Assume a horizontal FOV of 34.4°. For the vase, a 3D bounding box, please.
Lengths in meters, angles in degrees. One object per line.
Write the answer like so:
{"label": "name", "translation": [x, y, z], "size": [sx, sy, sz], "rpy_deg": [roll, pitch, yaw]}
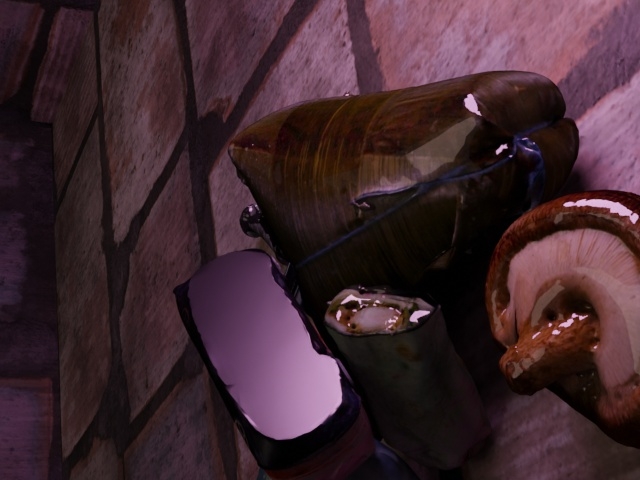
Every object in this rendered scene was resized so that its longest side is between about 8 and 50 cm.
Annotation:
{"label": "vase", "translation": [-0.073, -0.011, 1.612], "size": [0.167, 0.059, 0.059], "rpy_deg": [-144, 62, -61]}

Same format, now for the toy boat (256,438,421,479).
{"label": "toy boat", "translation": [0.033, 0.350, 1.117], "size": [0.215, 0.123, 0.330], "rpy_deg": [-36, 65, 25]}

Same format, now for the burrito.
{"label": "burrito", "translation": [0.092, 0.149, 1.067], "size": [0.144, 0.089, 0.229], "rpy_deg": [3, 132, 42]}

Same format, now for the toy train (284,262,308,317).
{"label": "toy train", "translation": [-0.001, 0.000, 1.473], "size": [0.252, 0.048, 0.055], "rpy_deg": [-68, 25, 21]}

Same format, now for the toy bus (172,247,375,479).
{"label": "toy bus", "translation": [-0.049, 0.138, 1.119], "size": [0.302, 0.127, 0.147], "rpy_deg": [53, 172, 43]}

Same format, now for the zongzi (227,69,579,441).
{"label": "zongzi", "translation": [0.124, 0.042, 1.105], "size": [0.403, 0.208, 0.432], "rpy_deg": [-3, 108, 50]}

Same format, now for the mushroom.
{"label": "mushroom", "translation": [0.245, 0.059, 0.856], "size": [0.231, 0.138, 0.194], "rpy_deg": [47, 115, 44]}
